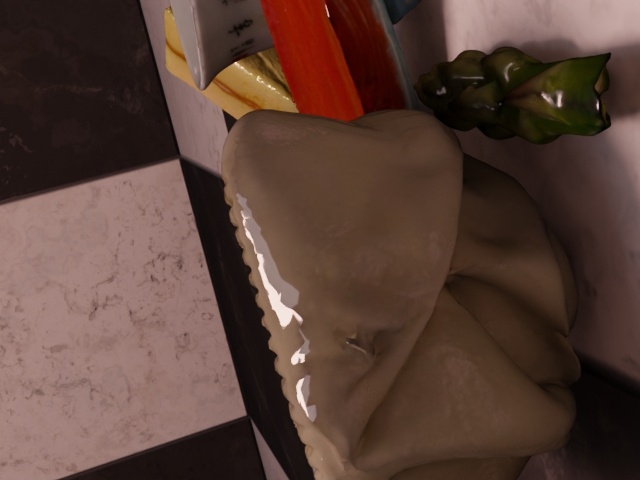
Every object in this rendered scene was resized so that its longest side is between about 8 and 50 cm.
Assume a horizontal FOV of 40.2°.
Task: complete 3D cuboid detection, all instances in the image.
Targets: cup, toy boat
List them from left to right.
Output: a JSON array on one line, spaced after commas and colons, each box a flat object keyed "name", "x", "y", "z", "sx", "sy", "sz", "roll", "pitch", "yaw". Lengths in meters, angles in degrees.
[{"name": "cup", "x": -0.128, "y": -0.393, "z": 1.198, "sx": 0.347, "sy": 0.163, "sz": 0.347, "roll": 166, "pitch": 90, "yaw": -79}, {"name": "toy boat", "x": 0.048, "y": -0.182, "z": 0.889, "sx": 0.145, "sy": 0.133, "sz": 0.331, "roll": 27, "pitch": 146, "yaw": 46}]

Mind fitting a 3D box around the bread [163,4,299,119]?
[{"name": "bread", "x": -0.145, "y": -0.262, "z": 1.438, "sx": 0.167, "sy": 0.163, "sz": 0.264, "roll": 103, "pitch": 147, "yaw": -61}]

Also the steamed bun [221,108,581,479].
[{"name": "steamed bun", "x": 0.083, "y": 0.058, "z": 0.738, "sx": 0.342, "sy": 0.255, "sz": 0.367, "roll": 67, "pitch": -172, "yaw": -80}]

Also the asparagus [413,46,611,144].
[{"name": "asparagus", "x": 0.147, "y": -0.113, "z": 0.679, "sx": 0.287, "sy": 0.080, "sz": 0.080, "roll": 25, "pitch": 130, "yaw": 64}]
